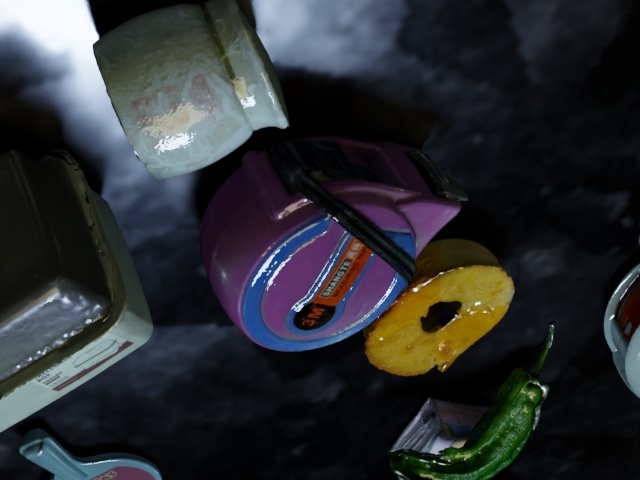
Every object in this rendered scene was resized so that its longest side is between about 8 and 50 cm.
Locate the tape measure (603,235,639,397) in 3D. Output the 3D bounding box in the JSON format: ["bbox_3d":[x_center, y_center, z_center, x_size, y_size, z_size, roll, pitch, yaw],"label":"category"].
[{"bbox_3d":[0.474,0.093,1.709,0.243,0.125,0.246,14,126,-23],"label":"tape measure"}]

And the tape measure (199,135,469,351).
[{"bbox_3d":[0.000,0.000,1.427,0.245,0.149,0.231,11,127,-39],"label":"tape measure"}]

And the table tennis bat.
[{"bbox_3d":[-0.294,0.295,1.697,0.153,0.040,0.244,-27,142,9],"label":"table tennis bat"}]

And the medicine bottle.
[{"bbox_3d":[-0.114,-0.143,1.228,0.143,0.147,0.147,-24,138,-1],"label":"medicine bottle"}]

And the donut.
[{"bbox_3d":[0.128,0.070,1.587,0.174,0.074,0.190,21,121,-40],"label":"donut"}]

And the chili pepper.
[{"bbox_3d":[0.214,0.234,1.743,0.279,0.065,0.122,-40,116,-17],"label":"chili pepper"}]

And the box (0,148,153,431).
[{"bbox_3d":[-0.321,0.060,1.310,0.290,0.220,0.166,-31,149,11],"label":"box"}]

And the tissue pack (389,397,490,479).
[{"bbox_3d":[0.187,0.274,1.829,0.155,0.065,0.115,12,128,-29],"label":"tissue pack"}]
